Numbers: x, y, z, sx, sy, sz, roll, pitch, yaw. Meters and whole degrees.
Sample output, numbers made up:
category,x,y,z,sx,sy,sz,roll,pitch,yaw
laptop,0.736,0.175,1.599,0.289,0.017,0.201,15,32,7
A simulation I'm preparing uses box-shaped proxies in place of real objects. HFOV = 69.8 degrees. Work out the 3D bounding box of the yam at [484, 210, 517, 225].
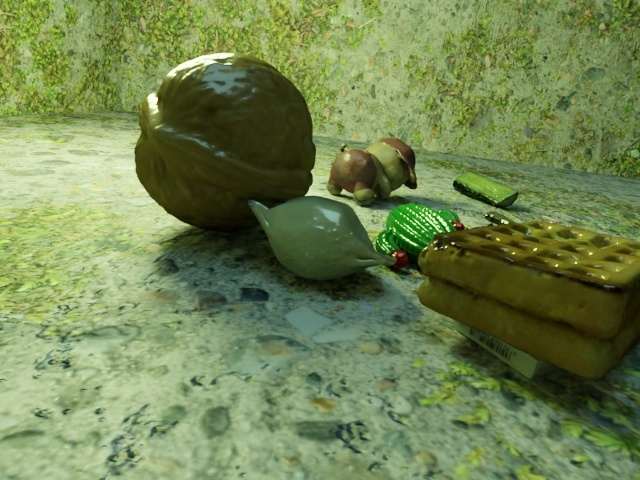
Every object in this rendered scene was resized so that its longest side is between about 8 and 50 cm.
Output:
category,x,y,z,sx,sy,sz,roll,pitch,yaw
yam,0.450,-0.043,1.107,0.033,0.027,0.129,-1,21,-21

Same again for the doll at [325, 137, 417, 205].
category,x,y,z,sx,sy,sz,roll,pitch,yaw
doll,0.152,-0.185,1.236,0.256,0.152,0.196,-24,65,-32

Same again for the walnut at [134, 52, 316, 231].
category,x,y,z,sx,sy,sz,roll,pitch,yaw
walnut,-0.158,-0.161,0.789,0.334,0.332,0.332,6,18,-2

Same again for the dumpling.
category,x,y,z,sx,sy,sz,roll,pitch,yaw
dumpling,0.004,0.001,0.692,0.216,0.125,0.166,-4,-11,10

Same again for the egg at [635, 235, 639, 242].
category,x,y,z,sx,sy,sz,roll,pitch,yaw
egg,0.595,0.028,0.780,0.165,0.131,0.131,-7,22,-22

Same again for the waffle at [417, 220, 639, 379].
category,x,y,z,sx,sy,sz,roll,pitch,yaw
waffle,0.298,0.045,0.577,0.328,0.098,0.224,-7,21,-44

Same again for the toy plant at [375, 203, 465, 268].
category,x,y,z,sx,sy,sz,roll,pitch,yaw
toy plant,0.171,0.001,0.784,0.155,0.088,0.240,-1,27,13

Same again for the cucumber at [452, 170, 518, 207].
category,x,y,z,sx,sy,sz,roll,pitch,yaw
cucumber,0.502,-0.145,1.399,0.078,0.062,0.211,-32,35,-8

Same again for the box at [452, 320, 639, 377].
category,x,y,z,sx,sy,sz,roll,pitch,yaw
box,0.290,0.109,0.579,0.221,0.032,0.122,-4,20,-28
